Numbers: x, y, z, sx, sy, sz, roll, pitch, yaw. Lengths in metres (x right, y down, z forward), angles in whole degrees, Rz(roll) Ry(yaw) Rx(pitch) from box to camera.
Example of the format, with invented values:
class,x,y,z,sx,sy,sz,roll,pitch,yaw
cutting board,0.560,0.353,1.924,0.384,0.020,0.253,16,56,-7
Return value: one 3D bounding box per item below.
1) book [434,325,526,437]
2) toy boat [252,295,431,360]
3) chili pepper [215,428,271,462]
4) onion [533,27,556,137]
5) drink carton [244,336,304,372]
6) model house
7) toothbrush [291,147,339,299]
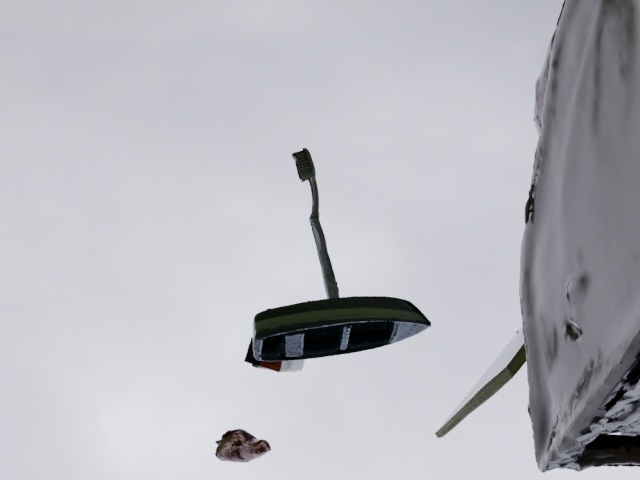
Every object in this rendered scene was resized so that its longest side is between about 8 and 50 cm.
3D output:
class,x,y,z,sx,sy,sz,roll,pitch,yaw
book,0.289,0.162,1.017,0.025,0.214,0.283,43,-133,13
toy boat,0.035,0.139,1.137,0.300,0.096,0.061,-5,-133,-11
chili pepper,-0.100,0.278,0.931,0.027,0.178,0.045,38,-121,-16
onion,0.396,-0.114,0.637,0.348,0.347,0.385,-7,-128,-6
drink carton,-0.081,0.216,1.292,0.071,0.166,0.056,12,-96,15
model house,0.291,-0.022,0.422,0.283,0.297,0.316,2,-114,-2
toothbrush,0.000,0.000,1.511,0.042,0.413,0.035,-22,-160,-27
